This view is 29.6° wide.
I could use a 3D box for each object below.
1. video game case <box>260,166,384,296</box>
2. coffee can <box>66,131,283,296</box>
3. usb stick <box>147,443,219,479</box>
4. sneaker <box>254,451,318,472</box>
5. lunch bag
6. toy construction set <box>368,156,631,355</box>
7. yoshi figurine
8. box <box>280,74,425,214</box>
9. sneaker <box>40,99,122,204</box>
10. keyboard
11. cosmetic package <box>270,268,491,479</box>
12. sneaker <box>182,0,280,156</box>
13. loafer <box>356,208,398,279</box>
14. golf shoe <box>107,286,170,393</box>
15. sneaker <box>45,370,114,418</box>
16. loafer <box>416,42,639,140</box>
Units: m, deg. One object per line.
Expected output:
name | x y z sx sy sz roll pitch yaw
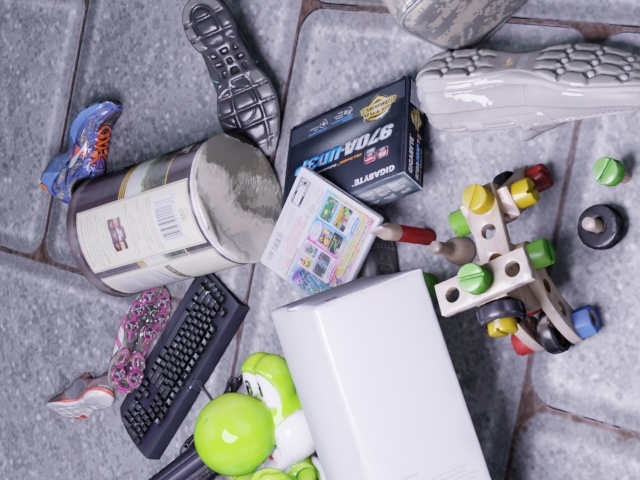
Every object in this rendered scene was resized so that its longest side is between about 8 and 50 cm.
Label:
video game case | 0.000 0.000 1.673 0.143 0.019 0.157 35 113 25
coffee can | -0.223 -0.035 1.863 0.275 0.201 0.201 -14 77 35
usb stick | -0.164 0.329 1.862 0.278 0.077 0.045 -40 47 27
sneaker | -0.029 0.292 1.756 0.092 0.087 0.229 50 117 24
lunch bag | 0.187 -0.440 1.585 0.305 0.212 0.256 -44 62 25
toy construction set | 0.194 0.012 1.519 0.309 0.237 0.257 4 88 38
yoshi figurine | -0.066 0.337 1.637 0.203 0.203 0.362 -14 99 24
box | 0.047 -0.119 1.722 0.220 0.051 0.175 -20 49 34
sneaker | -0.397 -0.151 2.095 0.087 0.083 0.221 43 117 18
keyboard | -0.208 0.221 1.933 0.201 0.033 0.317 42 111 32
cosmetic package | 0.085 0.239 1.516 0.217 0.156 0.385 173 80 -72
sneaker | -0.124 -0.259 1.884 0.101 0.106 0.267 -20 93 12
loafer | 0.066 0.078 1.710 0.087 0.094 0.251 -23 62 39
golf shoe | -0.306 0.157 1.990 0.186 0.067 0.086 -67 20 -7
sneaker | -0.405 0.262 2.074 0.158 0.061 0.065 -17 48 34
loafer | 0.281 -0.187 1.569 0.319 0.112 0.111 5 132 30
